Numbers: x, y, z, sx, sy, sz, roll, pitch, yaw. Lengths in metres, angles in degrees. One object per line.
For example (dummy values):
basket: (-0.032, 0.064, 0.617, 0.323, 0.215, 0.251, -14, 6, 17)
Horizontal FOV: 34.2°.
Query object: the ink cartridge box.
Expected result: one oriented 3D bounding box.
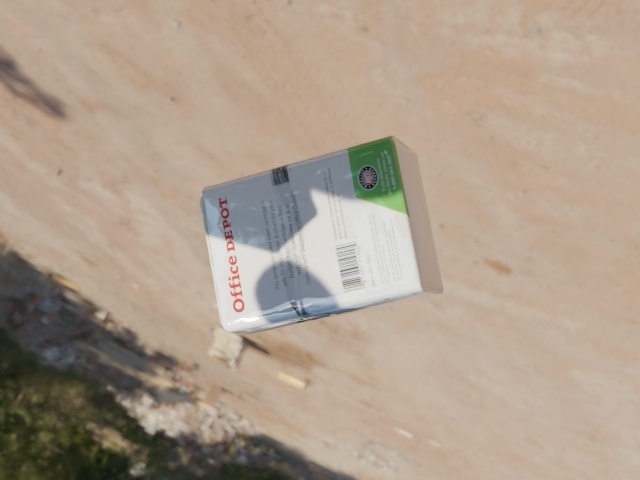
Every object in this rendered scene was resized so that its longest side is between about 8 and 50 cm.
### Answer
ink cartridge box: (0.000, 0.000, 1.089, 0.219, 0.160, 0.092, -13, 170, 19)
